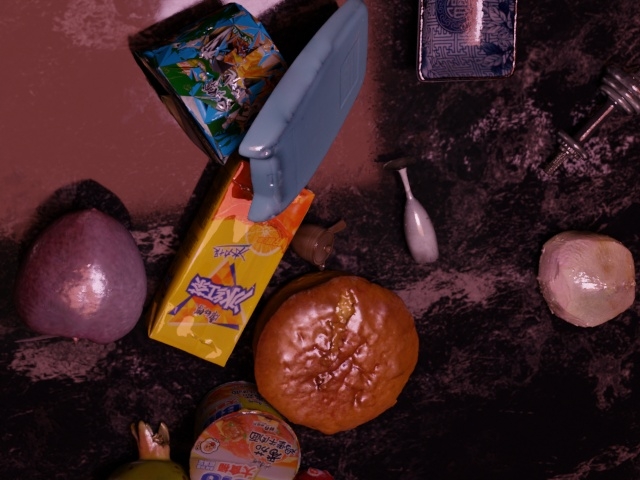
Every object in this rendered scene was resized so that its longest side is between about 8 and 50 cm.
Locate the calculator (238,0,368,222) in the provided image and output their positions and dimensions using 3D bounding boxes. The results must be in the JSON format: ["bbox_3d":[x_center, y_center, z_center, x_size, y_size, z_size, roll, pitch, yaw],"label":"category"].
[{"bbox_3d":[-0.009,-0.217,1.612,0.054,0.256,0.386,22,60,14],"label":"calculator"}]

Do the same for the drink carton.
[{"bbox_3d":[-0.163,0.028,1.757,0.154,0.111,0.351,25,101,-19],"label":"drink carton"}]

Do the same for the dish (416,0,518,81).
[{"bbox_3d":[0.244,-0.401,1.738,0.182,0.080,0.243,-4,106,-14],"label":"dish"}]

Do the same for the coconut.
[{"bbox_3d":[0.503,0.069,1.897,0.194,0.194,0.194,-4,108,-13],"label":"coconut"}]

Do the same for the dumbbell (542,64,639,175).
[{"bbox_3d":[0.506,-0.217,1.860,0.110,0.110,0.254,38,102,-22],"label":"dumbbell"}]

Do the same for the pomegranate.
[{"bbox_3d":[-0.316,0.455,1.817,0.198,0.198,0.246,-21,97,-7],"label":"pomegranate"}]

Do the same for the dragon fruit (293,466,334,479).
[{"bbox_3d":[-0.040,0.475,1.947,0.190,0.094,0.094,26,100,-9],"label":"dragon fruit"}]

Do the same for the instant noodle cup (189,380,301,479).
[{"bbox_3d":[-0.142,0.362,1.840,0.205,0.153,0.205,-3,112,-8],"label":"instant noodle cup"}]

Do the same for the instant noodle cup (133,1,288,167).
[{"bbox_3d":[-0.159,-0.258,1.612,0.178,0.240,0.240,-38,113,-8],"label":"instant noodle cup"}]

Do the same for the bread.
[{"bbox_3d":[0.020,0.192,1.828,0.312,0.172,0.312,-6,110,-17],"label":"bread"}]

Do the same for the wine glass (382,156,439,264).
[{"bbox_3d":[0.168,-0.051,1.843,0.066,0.066,0.198,-20,112,-8],"label":"wine glass"}]

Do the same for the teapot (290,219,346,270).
[{"bbox_3d":[0.000,0.000,1.819,0.110,0.080,0.085,-43,145,-39],"label":"teapot"}]

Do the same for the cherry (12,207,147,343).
[{"bbox_3d":[-0.395,0.072,1.669,0.213,0.183,0.266,11,107,-26],"label":"cherry"}]
